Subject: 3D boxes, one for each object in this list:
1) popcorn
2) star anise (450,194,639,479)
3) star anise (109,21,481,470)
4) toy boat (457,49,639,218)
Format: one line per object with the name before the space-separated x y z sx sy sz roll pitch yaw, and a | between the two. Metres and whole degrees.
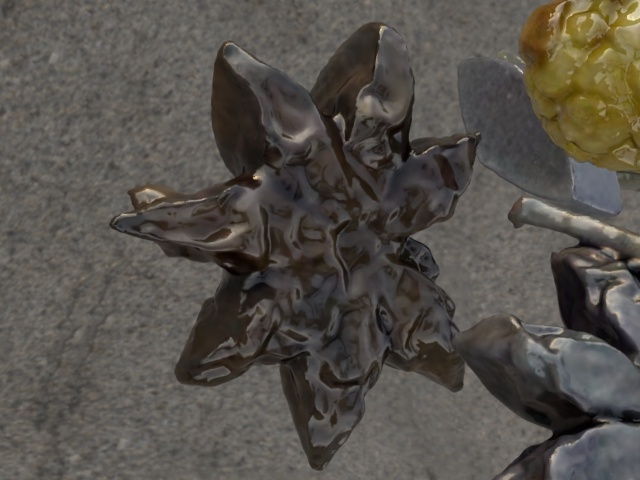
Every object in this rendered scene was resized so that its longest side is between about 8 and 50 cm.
popcorn | 0.235 -0.143 0.605 0.180 0.180 0.170 -14 47 -34
star anise | 0.162 0.076 0.371 0.230 0.081 0.262 -17 67 -4
star anise | 0.017 0.002 0.563 0.315 0.108 0.315 1 88 -27
toy boat | 0.290 -0.128 0.927 0.294 0.111 0.276 -9 49 -44
